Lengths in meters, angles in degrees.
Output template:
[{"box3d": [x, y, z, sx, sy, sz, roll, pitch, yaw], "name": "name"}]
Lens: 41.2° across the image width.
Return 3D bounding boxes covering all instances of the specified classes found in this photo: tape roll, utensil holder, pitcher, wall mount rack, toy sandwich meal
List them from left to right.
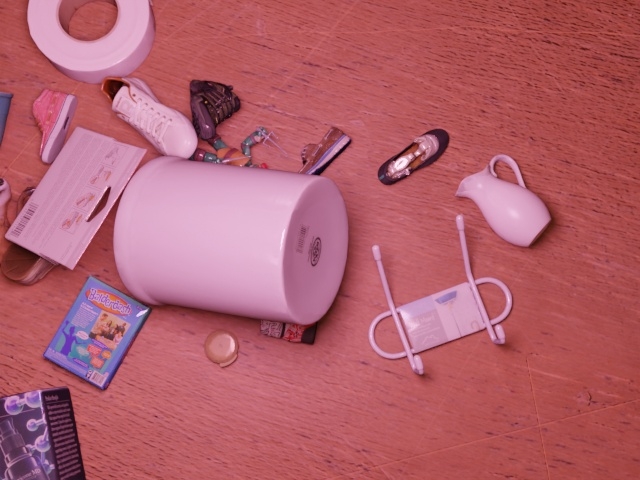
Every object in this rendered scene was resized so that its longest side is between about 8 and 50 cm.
[{"box3d": [-0.537, -0.521, 2.014, 0.286, 0.100, 0.286, 0, 81, -1], "name": "tape roll"}, {"box3d": [-0.225, 0.245, 1.951, 0.086, 0.029, 0.085, 0, 79, 2], "name": "toy sandwich meal"}, {"box3d": [-0.174, 0.000, 1.773, 0.386, 0.328, 0.327, 8, 81, 25], "name": "utensil holder"}, {"box3d": [0.264, 0.126, 1.929, 0.350, 0.130, 0.304, -20, 83, -5], "name": "wall mount rack"}, {"box3d": [0.445, -0.098, 1.979, 0.207, 0.125, 0.178, 42, 67, 15], "name": "pitcher"}]

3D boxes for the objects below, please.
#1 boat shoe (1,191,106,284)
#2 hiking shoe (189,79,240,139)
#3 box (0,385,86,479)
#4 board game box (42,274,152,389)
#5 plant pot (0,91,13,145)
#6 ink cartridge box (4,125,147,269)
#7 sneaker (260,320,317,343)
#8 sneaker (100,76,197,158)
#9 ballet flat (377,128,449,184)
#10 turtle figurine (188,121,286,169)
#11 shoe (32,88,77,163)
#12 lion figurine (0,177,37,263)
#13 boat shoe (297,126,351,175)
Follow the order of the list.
[{"box3d": [-0.597, -0.025, 1.945, 0.109, 0.098, 0.302, 35, 80, 15], "name": "boat shoe"}, {"box3d": [-0.240, -0.310, 1.949, 0.114, 0.086, 0.226, -7, 40, -6], "name": "hiking shoe"}, {"box3d": [-0.669, 0.534, 1.805, 0.294, 0.212, 0.395, -13, 82, -3], "name": "box"}, {"box3d": [-0.506, 0.208, 1.937, 0.160, 0.047, 0.210, 29, 83, 3], "name": "board game box"}, {"box3d": [-0.842, -0.225, 1.896, 0.272, 0.271, 0.255, 9, 97, 0], "name": "plant pot"}, {"box3d": [-0.507, -0.085, 1.817, 0.261, 0.066, 0.296, 20, 75, 37], "name": "ink cartridge box"}, {"box3d": [-0.068, 0.098, 1.916, 0.145, 0.090, 0.269, 8, 103, 2], "name": "sneaker"}, {"box3d": [-0.400, -0.276, 1.924, 0.290, 0.123, 0.105, 41, 111, 29], "name": "sneaker"}, {"box3d": [0.224, -0.200, 2.004, 0.203, 0.074, 0.074, -35, 84, -6], "name": "ballet flat"}, {"box3d": [-0.209, -0.195, 1.962, 0.234, 0.118, 0.175, 24, 42, 14], "name": "turtle figurine"}, {"box3d": [-0.640, -0.270, 1.996, 0.081, 0.063, 0.177, 17, 77, 2], "name": "shoe"}, {"box3d": [-0.789, 0.035, 1.896, 0.392, 0.240, 0.142, -27, 56, -18], "name": "lion figurine"}, {"box3d": [-0.012, -0.195, 2.004, 0.066, 0.066, 0.183, 44, 73, 9], "name": "boat shoe"}]
